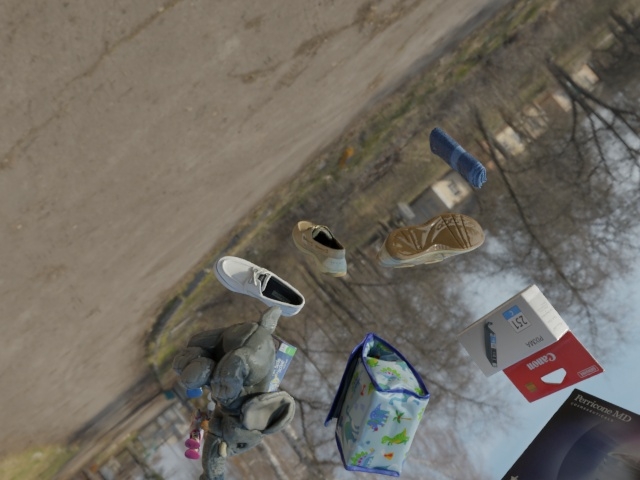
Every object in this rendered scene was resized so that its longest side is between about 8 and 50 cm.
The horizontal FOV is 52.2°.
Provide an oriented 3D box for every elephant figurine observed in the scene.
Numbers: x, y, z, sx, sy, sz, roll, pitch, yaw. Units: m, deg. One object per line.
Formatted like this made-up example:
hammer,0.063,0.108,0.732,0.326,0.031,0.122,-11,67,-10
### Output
elephant figurine,-0.128,0.261,1.050,0.186,0.239,0.169,-13,-156,12

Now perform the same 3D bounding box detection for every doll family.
doll family,-0.242,0.360,1.485,0.163,0.118,0.263,-97,-168,-68

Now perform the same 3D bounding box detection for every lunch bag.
lunch bag,0.067,0.210,0.864,0.151,0.096,0.129,-114,-139,-68

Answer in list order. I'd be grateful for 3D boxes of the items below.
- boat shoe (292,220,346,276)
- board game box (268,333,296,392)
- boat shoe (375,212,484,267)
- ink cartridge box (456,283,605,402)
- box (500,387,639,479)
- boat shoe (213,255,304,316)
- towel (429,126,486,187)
boat shoe,0.000,0.000,1.986,0.109,0.302,0.098,-5,118,-22
board game box,-0.122,0.284,1.279,0.201,0.035,0.136,-64,-163,-7
boat shoe,0.312,0.005,1.868,0.341,0.122,0.110,-8,158,-26
ink cartridge box,0.515,0.282,1.645,0.066,0.261,0.296,-30,167,-33
box,0.439,0.420,0.965,0.294,0.183,0.296,-41,-150,-21
boat shoe,-0.156,0.108,1.711,0.084,0.258,0.095,-46,-159,61
towel,0.234,-0.142,1.123,0.029,0.119,0.067,-42,156,-2
